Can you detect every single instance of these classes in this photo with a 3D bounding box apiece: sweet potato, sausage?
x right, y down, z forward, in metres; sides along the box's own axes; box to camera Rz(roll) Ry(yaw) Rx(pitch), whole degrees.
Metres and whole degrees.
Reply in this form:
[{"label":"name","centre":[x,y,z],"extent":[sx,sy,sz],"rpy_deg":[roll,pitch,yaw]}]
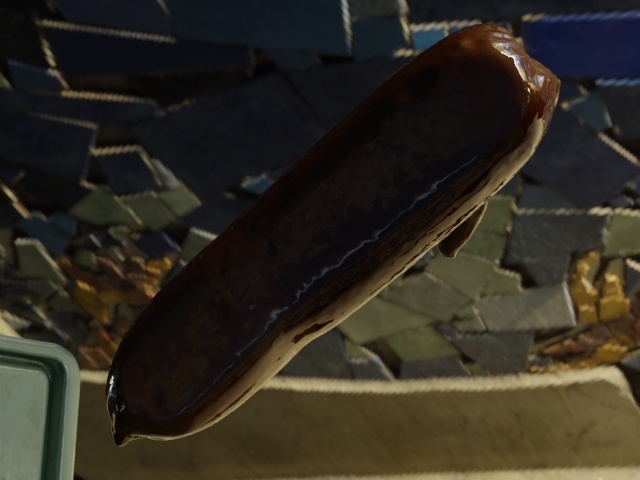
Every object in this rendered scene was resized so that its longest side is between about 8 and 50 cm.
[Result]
[{"label":"sweet potato","centre":[0.183,-0.061,1.432],"extent":[0.056,0.195,0.056],"rpy_deg":[10,29,-5]},{"label":"sausage","centre":[0.000,0.000,0.607],"extent":[0.300,0.083,0.089],"rpy_deg":[-40,3,4]}]

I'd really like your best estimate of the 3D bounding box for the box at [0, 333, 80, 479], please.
[{"label":"box","centre":[-0.404,0.272,1.316],"extent":[0.182,0.175,0.312],"rpy_deg":[-11,71,39]}]
